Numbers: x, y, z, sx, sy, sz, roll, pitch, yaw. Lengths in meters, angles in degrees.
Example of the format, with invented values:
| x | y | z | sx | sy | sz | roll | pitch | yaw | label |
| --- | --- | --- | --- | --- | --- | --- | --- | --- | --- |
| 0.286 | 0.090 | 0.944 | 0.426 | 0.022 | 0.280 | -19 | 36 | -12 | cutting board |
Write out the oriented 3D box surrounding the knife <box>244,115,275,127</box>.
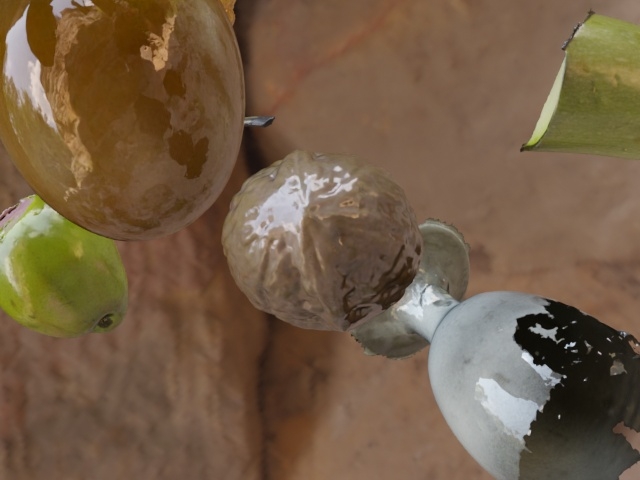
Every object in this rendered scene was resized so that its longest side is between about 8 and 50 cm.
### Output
| x | y | z | sx | sy | sz | roll | pitch | yaw | label |
| --- | --- | --- | --- | --- | --- | --- | --- | --- | --- |
| -0.167 | -0.174 | 2.485 | 0.222 | 0.021 | 0.045 | -2 | 41 | 35 | knife |

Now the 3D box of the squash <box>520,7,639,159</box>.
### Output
| x | y | z | sx | sy | sz | roll | pitch | yaw | label |
| --- | --- | --- | --- | --- | --- | --- | --- | --- | --- |
| 0.326 | -0.129 | 1.441 | 0.137 | 0.288 | 0.137 | -175 | 90 | -78 | squash |

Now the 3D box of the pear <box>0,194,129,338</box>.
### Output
| x | y | z | sx | sy | sz | roll | pitch | yaw | label |
| --- | --- | --- | --- | --- | --- | --- | --- | --- | --- |
| -0.361 | 0.045 | 2.243 | 0.187 | 0.219 | 0.187 | -32 | 16 | 11 | pear |

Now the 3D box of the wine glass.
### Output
| x | y | z | sx | sy | sz | roll | pitch | yaw | label |
| --- | --- | --- | --- | --- | --- | --- | --- | --- | --- |
| 0.178 | 0.121 | 1.629 | 0.190 | 0.190 | 0.357 | -54 | 40 | 0 | wine glass |

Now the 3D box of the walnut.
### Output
| x | y | z | sx | sy | sz | roll | pitch | yaw | label |
| --- | --- | --- | --- | --- | --- | --- | --- | --- | --- |
| 0.000 | -0.002 | 1.427 | 0.178 | 0.178 | 0.230 | -55 | -11 | -3 | walnut |

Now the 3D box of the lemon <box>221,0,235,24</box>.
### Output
| x | y | z | sx | sy | sz | roll | pitch | yaw | label |
| --- | --- | --- | --- | --- | --- | --- | --- | --- | --- |
| -0.182 | -0.344 | 2.156 | 0.142 | 0.187 | 0.142 | -42 | 0 | 0 | lemon |

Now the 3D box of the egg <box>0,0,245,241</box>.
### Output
| x | y | z | sx | sy | sz | roll | pitch | yaw | label |
| --- | --- | --- | --- | --- | --- | --- | --- | --- | --- |
| -0.224 | -0.171 | 1.783 | 0.283 | 0.351 | 0.282 | -15 | 14 | 4 | egg |
